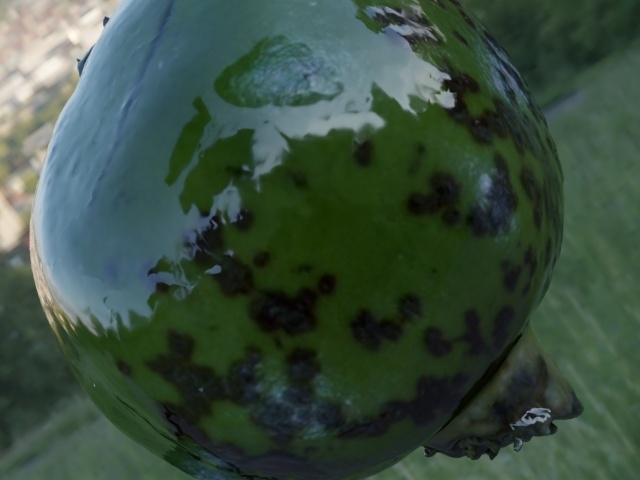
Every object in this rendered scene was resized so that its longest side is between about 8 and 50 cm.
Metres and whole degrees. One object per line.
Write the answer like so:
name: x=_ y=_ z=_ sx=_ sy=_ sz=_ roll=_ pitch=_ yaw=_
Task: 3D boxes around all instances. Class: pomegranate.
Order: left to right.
pomegranate: x=0.000 y=0.000 z=0.675 sx=0.254 sy=0.270 sz=0.254 roll=-46 pitch=-4 yaw=-4
